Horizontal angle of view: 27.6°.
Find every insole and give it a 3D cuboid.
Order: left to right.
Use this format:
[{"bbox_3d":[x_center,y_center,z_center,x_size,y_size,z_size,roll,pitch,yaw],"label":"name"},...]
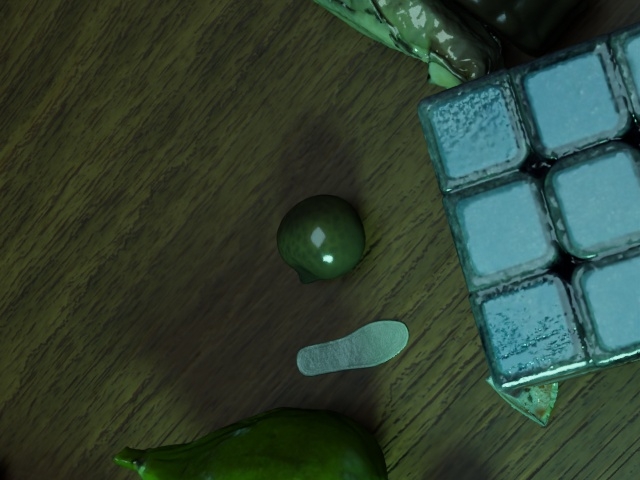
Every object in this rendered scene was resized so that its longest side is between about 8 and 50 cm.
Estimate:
[{"bbox_3d":[0.038,0.132,1.582,0.152,0.002,0.053,-15,82,22],"label":"insole"}]

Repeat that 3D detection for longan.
[{"bbox_3d":[0.000,0.000,1.555,0.113,0.092,0.113,-1,89,21],"label":"longan"}]

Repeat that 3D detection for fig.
[{"bbox_3d":[-0.061,0.271,1.508,0.314,0.233,0.233,38,103,30],"label":"fig"}]

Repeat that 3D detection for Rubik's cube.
[{"bbox_3d":[0.308,-0.033,1.311,0.305,0.304,0.301,-20,81,20],"label":"Rubik's cube"}]

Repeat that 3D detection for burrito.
[{"bbox_3d":[0.070,-0.275,1.494,0.347,0.175,0.107,39,90,20],"label":"burrito"}]

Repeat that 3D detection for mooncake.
[{"bbox_3d":[0.189,-0.306,1.419,0.228,0.228,0.124,44,104,19],"label":"mooncake"}]

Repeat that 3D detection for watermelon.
[{"bbox_3d":[0.223,0.167,1.467,0.085,0.061,0.085,4,100,21],"label":"watermelon"}]
